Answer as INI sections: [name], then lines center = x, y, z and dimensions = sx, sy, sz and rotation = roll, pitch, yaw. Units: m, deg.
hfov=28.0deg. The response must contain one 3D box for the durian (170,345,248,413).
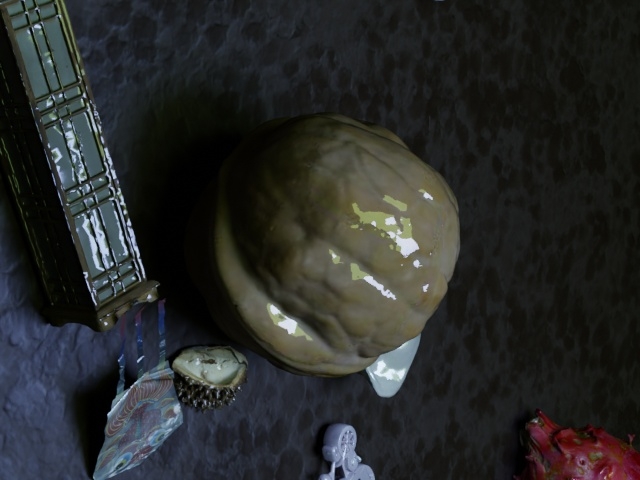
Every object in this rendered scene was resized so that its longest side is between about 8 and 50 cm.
[durian]
center = -0.121, 0.154, 1.416
dimensions = 0.130, 0.052, 0.066
rotation = 6, 49, -53

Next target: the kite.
[kite]
center = -0.177, 0.142, 1.291
dimensions = 0.127, 0.016, 0.229
rotation = -33, 144, -45

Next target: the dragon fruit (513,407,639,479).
[dragon fruit]
center = 0.392, 0.371, 1.905
dimensions = 0.268, 0.210, 0.205
rotation = 47, 20, 6

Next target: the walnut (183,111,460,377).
[walnut]
center = 0.000, 0.000, 1.350
dimensions = 0.285, 0.296, 0.285
rotation = 19, 59, -35

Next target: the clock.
[clock]
center = 0.028, 0.290, 1.586
dimensions = 0.087, 0.041, 0.129
rotation = -43, 128, -43

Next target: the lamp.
[lamp]
center = -0.248, -0.078, 1.203
dimensions = 0.089, 0.090, 0.325
rotation = -34, 118, -44

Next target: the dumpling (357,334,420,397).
[dumpling]
center = 0.059, 0.100, 1.571
dimensions = 0.134, 0.100, 0.169
rotation = 38, 61, -30
